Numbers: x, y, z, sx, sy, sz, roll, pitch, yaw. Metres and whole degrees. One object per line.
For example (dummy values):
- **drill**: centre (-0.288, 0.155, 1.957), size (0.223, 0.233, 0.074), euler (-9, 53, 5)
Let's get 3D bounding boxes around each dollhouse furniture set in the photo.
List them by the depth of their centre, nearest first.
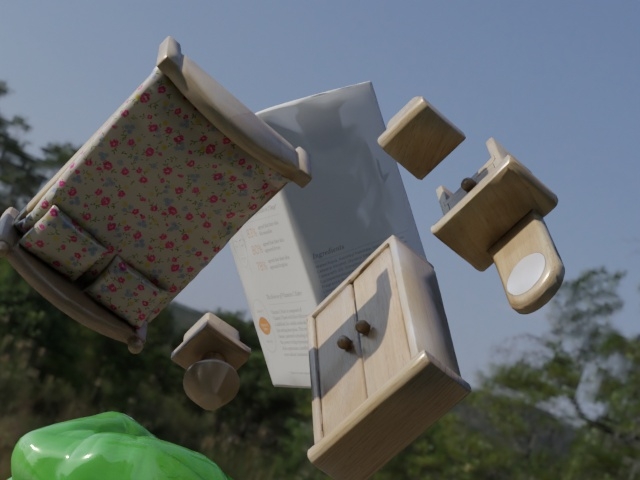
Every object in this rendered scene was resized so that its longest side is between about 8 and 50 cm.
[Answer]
- **dollhouse furniture set**: centre (-0.059, -0.016, 0.792), size (0.355, 0.303, 0.174), euler (38, 21, -22)

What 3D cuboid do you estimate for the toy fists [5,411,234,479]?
- **toy fists**: centre (-0.081, 0.198, 0.522), size (0.142, 0.279, 0.096), euler (9, 32, 13)

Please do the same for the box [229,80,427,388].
- **box**: centre (0.000, 0.000, 1.491), size (0.168, 0.345, 0.215), euler (-19, 3, -25)
